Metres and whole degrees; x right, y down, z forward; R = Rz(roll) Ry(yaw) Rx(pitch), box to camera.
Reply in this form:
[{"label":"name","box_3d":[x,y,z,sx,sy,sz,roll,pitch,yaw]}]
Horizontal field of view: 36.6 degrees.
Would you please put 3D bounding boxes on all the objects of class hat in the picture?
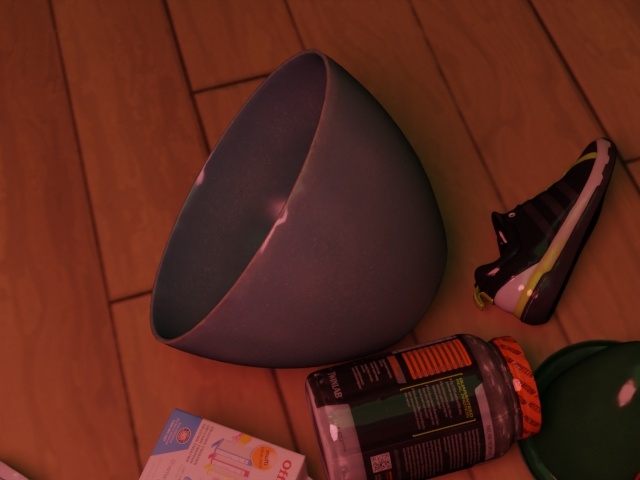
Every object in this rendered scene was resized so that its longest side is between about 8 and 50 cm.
[{"label":"hat","box_3d":[0.273,0.118,0.827,0.173,0.184,0.208,36,66,23]}]

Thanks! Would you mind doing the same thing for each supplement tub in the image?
[{"label":"supplement tub","box_3d":[0.089,0.151,0.856,0.190,0.117,0.117,-13,58,-6]}]

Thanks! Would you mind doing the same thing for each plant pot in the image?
[{"label":"plant pot","box_3d":[0.000,0.000,0.892,0.195,0.290,0.290,29,56,-22]}]

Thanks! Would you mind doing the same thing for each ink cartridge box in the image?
[{"label":"ink cartridge box","box_3d":[-0.074,0.222,0.835,0.143,0.090,0.092,16,60,13]}]

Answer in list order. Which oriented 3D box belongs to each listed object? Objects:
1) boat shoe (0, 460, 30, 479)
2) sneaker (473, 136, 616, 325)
[{"label":"boat shoe","box_3d":[-0.254,0.243,0.856,0.142,0.049,0.040,31,65,18]},{"label":"sneaker","box_3d":[0.224,-0.024,0.978,0.097,0.084,0.235,23,62,18]}]
